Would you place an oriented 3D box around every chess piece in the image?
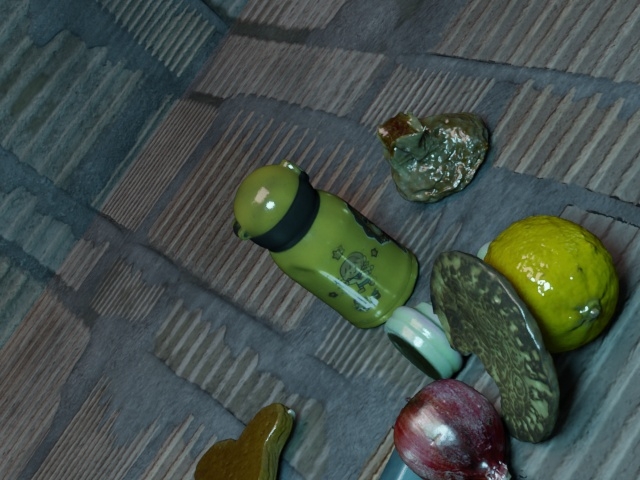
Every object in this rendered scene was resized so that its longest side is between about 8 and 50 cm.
[{"bbox_3d":[0.237,0.088,1.819,0.272,0.139,0.139,-45,29,-12],"label":"chess piece"}]

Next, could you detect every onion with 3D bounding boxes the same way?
[{"bbox_3d":[0.199,0.290,1.617,0.159,0.159,0.195,-51,51,2],"label":"onion"}]

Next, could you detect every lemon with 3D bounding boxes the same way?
[{"bbox_3d":[0.328,0.063,1.631,0.192,0.192,0.231,-50,33,4],"label":"lemon"}]

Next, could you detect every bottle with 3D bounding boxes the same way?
[{"bbox_3d":[0.000,0.000,1.976,0.171,0.351,0.171,-33,37,29],"label":"bottle"}]

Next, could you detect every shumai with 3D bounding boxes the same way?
[{"bbox_3d":[0.192,-0.178,2.077,0.206,0.175,0.166,-39,33,15],"label":"shumai"}]

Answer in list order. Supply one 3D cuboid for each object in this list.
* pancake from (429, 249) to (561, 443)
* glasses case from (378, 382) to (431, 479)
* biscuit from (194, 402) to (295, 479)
[{"bbox_3d":[0.244,0.150,1.608,0.033,0.286,0.288,-24,24,-18],"label":"pancake"},{"bbox_3d":[0.134,0.342,1.735,0.105,0.056,0.266,6,63,54],"label":"glasses case"},{"bbox_3d":[-0.147,0.497,1.930,0.283,0.064,0.432,-38,30,31],"label":"biscuit"}]
